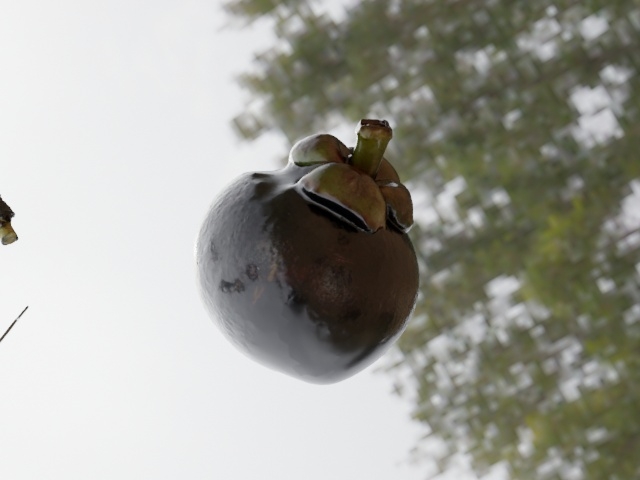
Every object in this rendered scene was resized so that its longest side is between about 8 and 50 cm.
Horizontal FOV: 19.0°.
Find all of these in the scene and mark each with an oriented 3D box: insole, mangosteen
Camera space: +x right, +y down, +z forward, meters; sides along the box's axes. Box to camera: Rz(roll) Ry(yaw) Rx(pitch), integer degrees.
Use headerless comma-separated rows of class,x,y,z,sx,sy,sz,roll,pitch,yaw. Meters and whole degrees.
insole,-0.330,0.097,2.019,0.004,0.065,0.197,38,178,-5
mangosteen,0.000,0.000,2.118,0.275,0.302,0.275,26,-166,-7

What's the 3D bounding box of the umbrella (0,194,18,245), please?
umbrella,-0.377,-0.050,2.156,0.040,0.037,0.144,30,-160,-52
